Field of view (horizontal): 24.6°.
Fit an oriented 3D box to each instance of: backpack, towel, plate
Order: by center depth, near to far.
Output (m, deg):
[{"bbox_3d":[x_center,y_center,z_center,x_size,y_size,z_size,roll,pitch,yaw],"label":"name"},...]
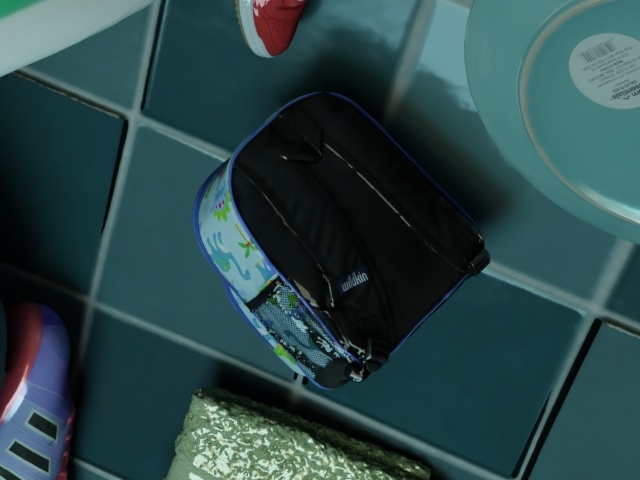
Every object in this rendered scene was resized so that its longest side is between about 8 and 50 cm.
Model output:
[{"bbox_3d":[0.145,-0.056,0.599,0.188,0.024,0.188,17,140,15],"label":"plate"},{"bbox_3d":[0.000,0.000,0.671,0.114,0.105,0.084,50,146,-2],"label":"backpack"},{"bbox_3d":[-0.016,0.146,0.799,0.148,0.027,0.110,23,114,0],"label":"towel"}]

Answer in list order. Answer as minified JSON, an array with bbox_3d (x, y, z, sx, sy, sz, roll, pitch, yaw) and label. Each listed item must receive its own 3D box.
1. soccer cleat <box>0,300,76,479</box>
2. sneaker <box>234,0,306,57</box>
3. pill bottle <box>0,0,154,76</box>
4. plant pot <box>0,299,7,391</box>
[{"bbox_3d":[-0.178,0.132,0.855,0.095,0.083,0.248,12,125,-24],"label":"soccer cleat"},{"bbox_3d":[0.003,-0.127,0.625,0.067,0.042,0.118,17,124,16],"label":"sneaker"},{"bbox_3d":[-0.185,-0.242,0.527,0.204,0.204,0.361,-12,115,28],"label":"pill bottle"},{"bbox_3d":[-0.277,0.063,0.745,0.195,0.290,0.290,20,133,-29],"label":"plant pot"}]
